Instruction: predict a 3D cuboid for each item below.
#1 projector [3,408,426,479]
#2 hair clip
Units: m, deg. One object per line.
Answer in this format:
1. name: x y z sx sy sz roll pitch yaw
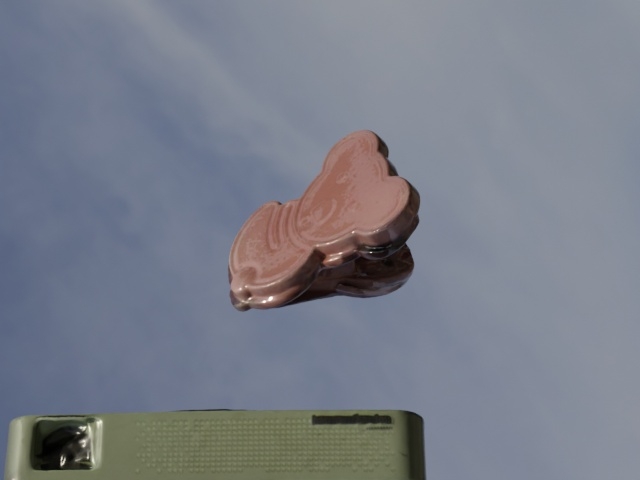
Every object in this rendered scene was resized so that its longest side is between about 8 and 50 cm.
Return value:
1. projector: -0.059 0.186 1.009 0.259 0.257 0.079 84 -174 -65
2. hair clip: -0.001 -0.009 1.083 0.123 0.138 0.102 -106 11 -52
